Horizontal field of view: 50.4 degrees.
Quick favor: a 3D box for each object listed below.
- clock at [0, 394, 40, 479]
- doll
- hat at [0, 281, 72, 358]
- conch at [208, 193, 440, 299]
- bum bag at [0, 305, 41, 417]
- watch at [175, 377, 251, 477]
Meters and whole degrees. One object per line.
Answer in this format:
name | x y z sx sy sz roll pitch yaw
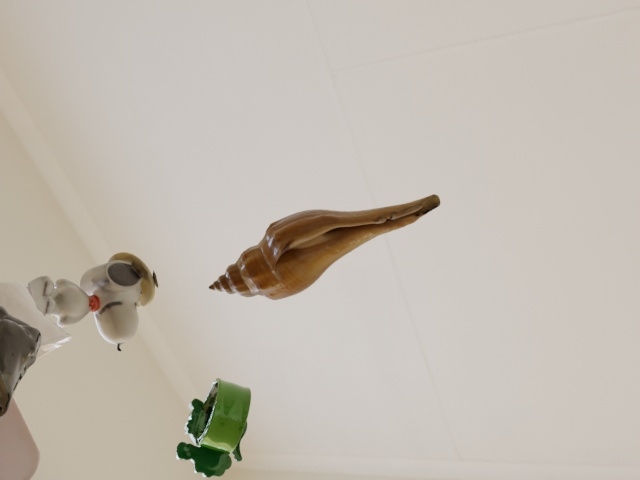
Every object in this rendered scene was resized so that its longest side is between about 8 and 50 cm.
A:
clock | -0.472 0.232 0.631 0.326 0.342 0.184 -18 -90 39
doll | -0.465 0.101 1.409 0.144 0.208 0.271 -18 -34 30
hat | -0.518 0.142 1.087 0.203 0.203 0.126 -27 -95 35
conch | -0.001 -0.003 0.911 0.330 0.093 0.109 -27 -54 2
bum bag | -0.369 0.032 0.478 0.340 0.144 0.095 37 -33 -4
watch | -0.187 0.358 1.308 0.131 0.165 0.152 24 -42 -15
